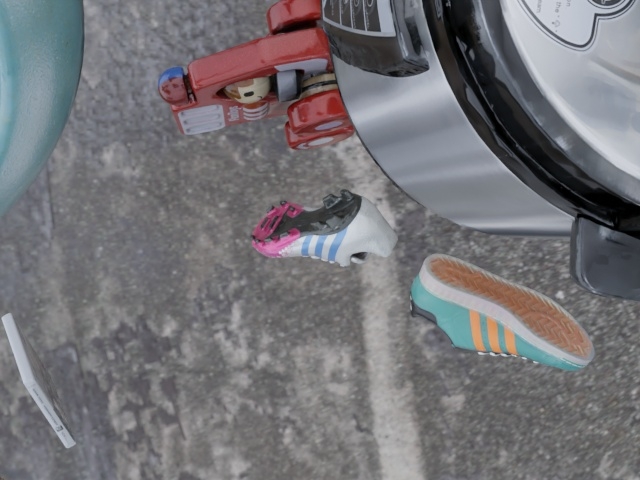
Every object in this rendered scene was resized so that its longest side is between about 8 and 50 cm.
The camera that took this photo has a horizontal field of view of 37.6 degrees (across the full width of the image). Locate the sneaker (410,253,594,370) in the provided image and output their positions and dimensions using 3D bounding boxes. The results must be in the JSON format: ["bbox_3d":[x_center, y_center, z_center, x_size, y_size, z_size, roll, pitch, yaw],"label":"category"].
[{"bbox_3d":[0.285,0.136,1.515,0.302,0.108,0.121,28,130,10],"label":"sneaker"}]

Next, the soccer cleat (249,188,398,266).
[{"bbox_3d":[0.000,0.000,1.663,0.331,0.143,0.116,-8,47,55],"label":"soccer cleat"}]

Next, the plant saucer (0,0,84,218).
[{"bbox_3d":[-0.253,-0.072,0.373,0.317,0.318,0.043,-56,39,29],"label":"plant saucer"}]

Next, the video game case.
[{"bbox_3d":[-0.479,0.237,1.597,0.190,0.022,0.173,48,161,48],"label":"video game case"}]

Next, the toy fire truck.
[{"bbox_3d":[-0.086,-0.208,1.277,0.254,0.302,0.169,-13,87,-4],"label":"toy fire truck"}]

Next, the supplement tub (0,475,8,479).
[{"bbox_3d":[-0.565,0.402,1.307,0.331,0.241,0.240,17,107,34],"label":"supplement tub"}]

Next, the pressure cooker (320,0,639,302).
[{"bbox_3d":[0.219,-0.183,0.671,0.369,0.376,0.420,56,170,-9],"label":"pressure cooker"}]
